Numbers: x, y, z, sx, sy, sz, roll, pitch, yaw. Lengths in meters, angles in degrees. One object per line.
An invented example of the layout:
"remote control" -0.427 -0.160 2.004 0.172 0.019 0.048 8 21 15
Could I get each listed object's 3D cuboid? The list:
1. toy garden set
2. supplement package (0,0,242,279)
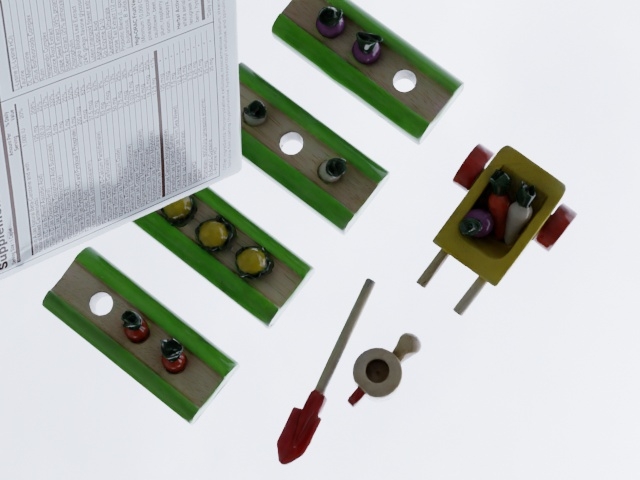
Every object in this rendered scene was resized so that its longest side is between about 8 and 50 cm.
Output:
"toy garden set" 0.000 0.000 0.837 0.244 0.204 0.049 -51 172 -7
"supplement package" -0.169 -0.088 0.582 0.194 0.203 0.149 31 -45 38
